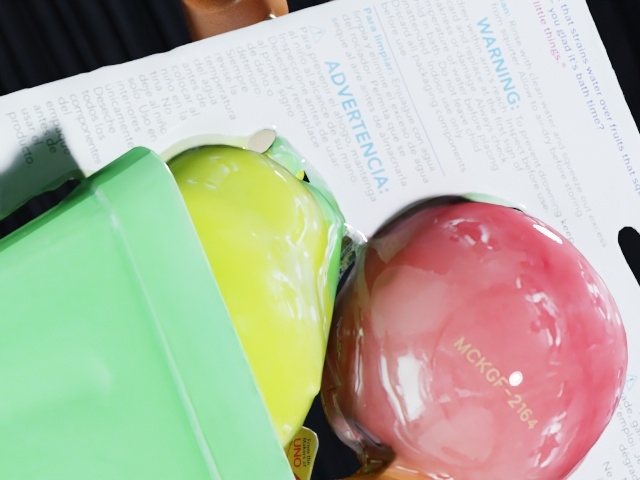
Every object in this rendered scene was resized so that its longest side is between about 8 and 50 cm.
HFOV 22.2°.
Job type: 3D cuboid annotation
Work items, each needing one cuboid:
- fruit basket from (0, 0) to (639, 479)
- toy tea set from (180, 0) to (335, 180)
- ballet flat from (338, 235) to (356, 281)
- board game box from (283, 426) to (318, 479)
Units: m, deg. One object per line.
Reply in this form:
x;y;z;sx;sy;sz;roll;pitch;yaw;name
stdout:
0.011;0.075;0.612;0.353;0.327;0.165;-21;-4;-33;fruit basket
-0.007;-0.150;1.465;0.200;0.124;0.336;-19;65;5;toy tea set
0.000;0.000;0.770;0.114;0.041;0.041;-45;30;-4;ballet flat
-0.114;0.163;1.189;0.259;0.124;0.039;15;2;39;board game box
